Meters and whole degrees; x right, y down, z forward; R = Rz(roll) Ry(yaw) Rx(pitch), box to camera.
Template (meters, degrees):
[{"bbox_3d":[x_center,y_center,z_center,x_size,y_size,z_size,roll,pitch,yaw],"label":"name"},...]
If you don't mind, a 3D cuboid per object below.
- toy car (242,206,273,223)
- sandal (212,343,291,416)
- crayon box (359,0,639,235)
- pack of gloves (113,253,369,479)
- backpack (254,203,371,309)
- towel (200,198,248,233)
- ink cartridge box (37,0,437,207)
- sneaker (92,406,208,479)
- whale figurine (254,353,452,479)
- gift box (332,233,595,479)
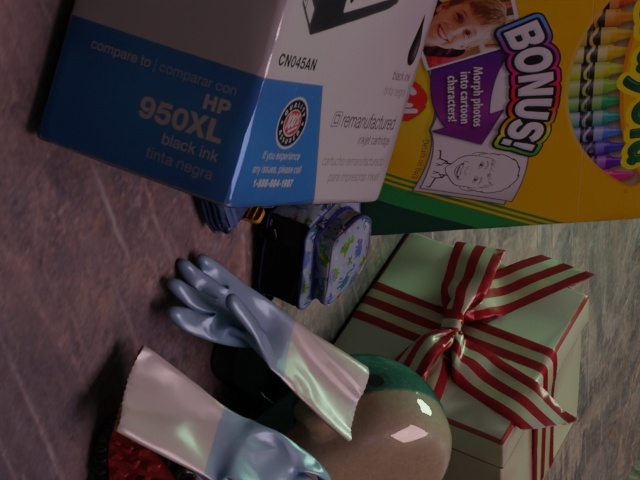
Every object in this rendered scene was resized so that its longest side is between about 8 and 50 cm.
[{"bbox_3d":[-0.033,-0.044,1.619,0.122,0.040,0.060,-56,155,-31],"label":"toy car"},{"bbox_3d":[-0.035,0.133,1.753,0.097,0.054,0.254,-68,158,-3],"label":"sandal"},{"bbox_3d":[0.181,-0.167,1.642,0.363,0.313,0.106,85,3,-48],"label":"crayon box"},{"bbox_3d":[-0.049,0.127,1.516,0.232,0.046,0.195,36,49,-27],"label":"pack of gloves"},{"bbox_3d":[0.000,0.000,1.680,0.114,0.084,0.105,-51,154,-45],"label":"backpack"},{"bbox_3d":[-0.065,-0.067,1.538,0.119,0.029,0.067,-57,156,-26],"label":"towel"},{"bbox_3d":[-0.021,-0.235,1.307,0.285,0.166,0.395,-6,114,-67],"label":"ink cartridge box"},{"bbox_3d":[-0.106,0.223,1.562,0.262,0.104,0.125,58,28,-29],"label":"sneaker"},{"bbox_3d":[-0.015,0.195,1.705,0.272,0.141,0.216,-13,139,-10],"label":"whale figurine"},{"bbox_3d":[0.170,0.157,1.983,0.258,0.276,0.255,82,30,-48],"label":"gift box"}]
